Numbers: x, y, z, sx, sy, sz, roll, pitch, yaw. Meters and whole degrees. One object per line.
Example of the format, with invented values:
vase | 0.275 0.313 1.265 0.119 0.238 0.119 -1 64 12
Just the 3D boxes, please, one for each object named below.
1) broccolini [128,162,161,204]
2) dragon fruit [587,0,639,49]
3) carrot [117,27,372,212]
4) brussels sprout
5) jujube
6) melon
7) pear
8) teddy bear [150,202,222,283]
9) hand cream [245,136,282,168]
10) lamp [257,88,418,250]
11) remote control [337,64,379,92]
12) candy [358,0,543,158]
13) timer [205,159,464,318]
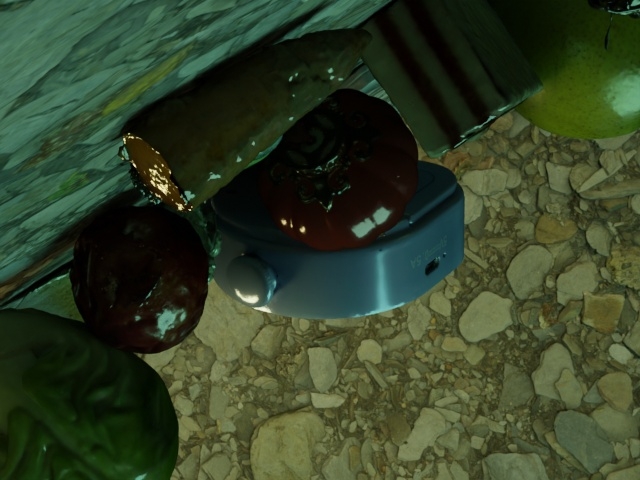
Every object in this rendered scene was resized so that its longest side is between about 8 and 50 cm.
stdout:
broccolini | -0.123 -0.111 1.498 0.091 0.068 0.202 -17 -152 46
dragon fruit | 0.364 -0.321 1.491 0.293 0.234 0.234 -52 -179 -5
carrot | -0.053 -0.125 1.307 0.263 0.102 0.102 -35 180 -20
brussels sprout | -0.347 0.235 1.816 0.281 0.354 0.289 9 -120 48
jujube | -0.217 0.047 1.762 0.183 0.183 0.243 -34 180 -4
melon | -0.362 0.090 2.053 0.202 0.093 0.139 -29 -175 -27
pear | 0.363 -0.273 1.942 0.294 0.294 0.294 -34 180 0
teddy bear | -0.201 -0.019 2.004 0.213 0.133 0.111 -99 -161 -70
hand cream | -0.103 -0.115 1.866 0.095 0.046 0.175 -35 -174 -24
lamp | 0.020 -0.098 1.933 0.227 0.227 0.227 -34 180 0
remote control | 0.122 -0.270 2.127 0.250 0.034 0.103 -33 179 -37
candy | 0.158 -0.211 1.740 0.135 0.179 0.321 -35 180 18
timer | 0.000 0.000 2.168 0.395 0.173 0.395 -2 -153 1
